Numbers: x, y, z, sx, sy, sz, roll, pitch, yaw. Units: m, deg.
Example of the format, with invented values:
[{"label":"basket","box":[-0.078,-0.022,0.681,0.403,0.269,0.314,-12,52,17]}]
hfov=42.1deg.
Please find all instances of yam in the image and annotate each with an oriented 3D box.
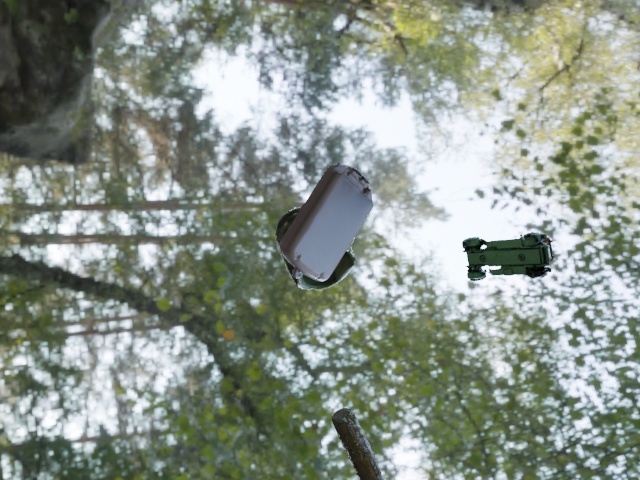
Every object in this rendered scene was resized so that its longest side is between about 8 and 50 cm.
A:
[{"label":"yam","box":[0.051,0.256,0.946,0.032,0.032,0.145,8,-56,56]}]

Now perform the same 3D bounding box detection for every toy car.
[{"label":"toy car","box":[0.292,0.024,1.306,0.143,0.054,0.073,-6,-79,38]}]

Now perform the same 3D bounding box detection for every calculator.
[{"label":"calculator","box":[0.010,-0.023,1.147,0.032,0.100,0.175,22,-104,48]}]

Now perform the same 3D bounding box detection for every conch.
[{"label":"conch","box":[0.000,-0.003,1.593,0.181,0.187,0.124,-32,-129,33]}]
